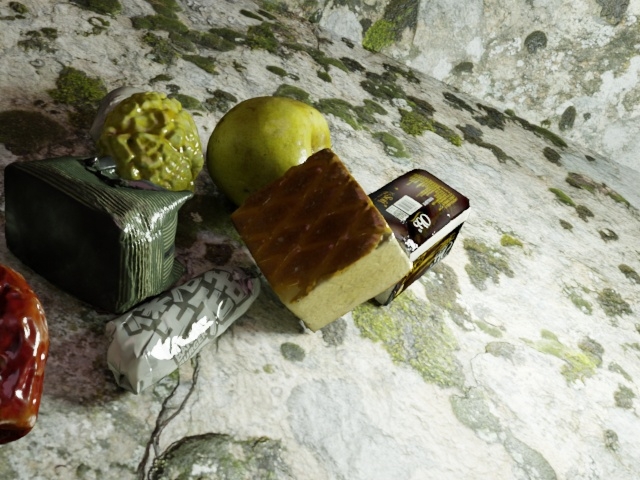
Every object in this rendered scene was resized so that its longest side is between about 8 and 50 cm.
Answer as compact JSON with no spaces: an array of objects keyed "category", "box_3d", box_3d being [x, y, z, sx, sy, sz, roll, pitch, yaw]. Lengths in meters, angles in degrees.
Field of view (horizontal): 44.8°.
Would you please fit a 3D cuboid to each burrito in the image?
[{"category":"burrito","box_3d":[-0.244,0.138,1.479,0.139,0.101,0.445,36,35,13]}]

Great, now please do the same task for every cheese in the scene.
[{"category":"cheese","box_3d":[-0.449,-0.279,1.878,0.198,0.154,0.188,15,54,-20]}]

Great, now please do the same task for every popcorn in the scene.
[{"category":"popcorn","box_3d":[-0.369,-0.185,1.687,0.224,0.270,0.258,-1,16,-12]}]

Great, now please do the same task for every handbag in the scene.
[{"category":"handbag","box_3d":[-0.408,-0.028,1.463,0.341,0.247,0.240,24,30,23]}]

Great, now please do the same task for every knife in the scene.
[{"category":"knife","box_3d":[-0.325,0.119,1.532,0.247,0.018,0.035,-12,51,-39]}]

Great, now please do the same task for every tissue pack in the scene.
[{"category":"tissue pack","box_3d":[0.196,-0.021,1.896,0.210,0.198,0.370,39,36,16]}]

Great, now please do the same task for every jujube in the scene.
[{"category":"jujube","box_3d":[-0.513,0.168,1.188,0.197,0.197,0.290,-2,56,-35]}]

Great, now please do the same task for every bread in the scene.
[{"category":"bread","box_3d":[0.000,0.000,1.618,0.279,0.279,0.207,60,3,30]}]

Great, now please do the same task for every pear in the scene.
[{"category":"pear","box_3d":[-0.126,-0.199,1.857,0.304,0.303,0.303,17,34,-12]}]
